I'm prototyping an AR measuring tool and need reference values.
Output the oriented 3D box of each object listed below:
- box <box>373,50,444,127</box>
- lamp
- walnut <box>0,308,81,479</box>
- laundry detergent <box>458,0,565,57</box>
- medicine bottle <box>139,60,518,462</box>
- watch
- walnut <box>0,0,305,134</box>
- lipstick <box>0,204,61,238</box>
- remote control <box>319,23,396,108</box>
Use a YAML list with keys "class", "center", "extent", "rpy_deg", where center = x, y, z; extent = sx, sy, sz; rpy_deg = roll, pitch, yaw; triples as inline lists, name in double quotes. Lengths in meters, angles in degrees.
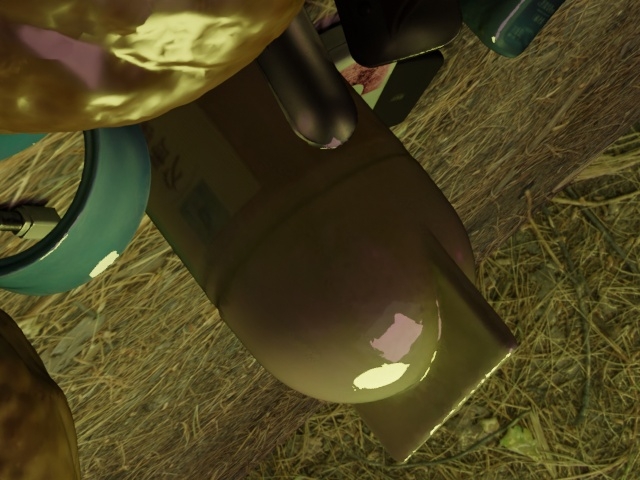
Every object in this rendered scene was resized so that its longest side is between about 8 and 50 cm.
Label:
- class: "box"
  center: [0.090, -0.189, 1.479]
  extent: [0.126, 0.027, 0.125]
  rpy_deg: [-19, 152, -47]
- class: "lamp"
  center: [0.040, -0.184, 1.027]
  extent: [0.124, 0.203, 0.283]
  rpy_deg: [-19, 177, 27]
- class: "walnut"
  center: [-0.368, 0.184, 0.910]
  extent: [0.381, 0.381, 0.381]
  rpy_deg: [-35, 163, -12]
- class: "laundry detergent"
  center: [0.289, -0.343, 1.367]
  extent: [0.290, 0.094, 0.143]
  rpy_deg: [-46, 159, 23]
- class: "medicine bottle"
  center: [0.000, 0.000, 1.105]
  extent: [0.236, 0.406, 0.235]
  rpy_deg: [-35, 163, -12]
- class: "watch"
  center: [-0.231, -0.050, 0.854]
  extent: [0.211, 0.193, 0.211]
  rpy_deg: [-36, 161, -14]
- class: "walnut"
  center: [-0.139, -0.193, 0.562]
  extent: [0.313, 0.252, 0.277]
  rpy_deg: [14, 130, -34]
- class: "lipstick"
  center: [-0.291, -0.018, 1.112]
  extent: [0.025, 0.025, 0.107]
  rpy_deg: [-47, 156, 22]
- class: "remote control"
  center: [-0.009, -0.126, 1.381]
  extent: [0.145, 0.050, 0.344]
  rpy_deg: [-28, 160, -33]
